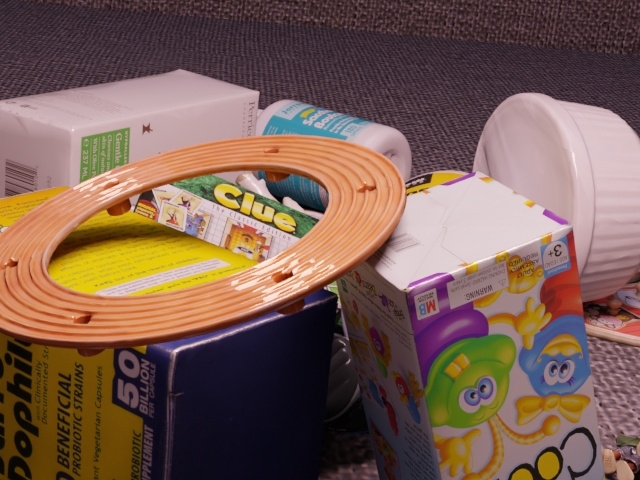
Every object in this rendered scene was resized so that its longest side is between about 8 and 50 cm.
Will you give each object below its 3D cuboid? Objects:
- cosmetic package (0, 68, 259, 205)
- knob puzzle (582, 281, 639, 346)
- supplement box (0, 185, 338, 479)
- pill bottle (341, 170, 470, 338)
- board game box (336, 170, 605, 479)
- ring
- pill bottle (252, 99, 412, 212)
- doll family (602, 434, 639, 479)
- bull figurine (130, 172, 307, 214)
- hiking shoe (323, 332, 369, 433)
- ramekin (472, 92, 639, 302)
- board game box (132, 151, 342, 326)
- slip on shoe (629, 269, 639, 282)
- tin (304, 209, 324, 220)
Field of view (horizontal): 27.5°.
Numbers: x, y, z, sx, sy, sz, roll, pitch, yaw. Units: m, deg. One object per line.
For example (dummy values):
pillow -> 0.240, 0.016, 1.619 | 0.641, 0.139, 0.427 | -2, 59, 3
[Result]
cosmetic package -> -0.251, -0.098, 1.699 | 0.155, 0.197, 0.365 | 18, 23, 31
knob puzzle -> 0.387, 0.086, 1.611 | 0.213, 0.030, 0.213 | 5, 19, -2
supplement box -> -0.187, 0.101, 1.126 | 0.356, 0.194, 0.195 | 20, 23, 37
pill bottle -> 0.134, 0.031, 1.445 | 0.188, 0.188, 0.334 | 8, 18, 6
board game box -> 0.118, 0.110, 1.022 | 0.142, 0.275, 0.144 | -20, 26, -16
ring -> -0.098, -0.001, 0.994 | 0.336, 0.032, 0.336 | -11, 26, 5
pill bottle -> -0.009, -0.122, 1.920 | 0.264, 0.146, 0.146 | 19, 22, 33
doll family -> 0.359, 0.202, 1.201 | 0.193, 0.076, 0.111 | 28, 23, 37
bull figurine -> -0.131, 0.013, 1.514 | 0.310, 0.101, 0.188 | 3, 47, -30
hiking shoe -> -0.032, 0.130, 1.284 | 0.132, 0.113, 0.304 | 30, -5, -36
ramekin -> 0.295, -0.045, 1.591 | 0.127, 0.273, 0.273 | -2, 20, -20
board game box -> -0.080, -0.003, 1.461 | 0.259, 0.030, 0.136 | 22, 37, -9
slip on shoe -> 0.277, -0.016, 1.769 | 0.331, 0.101, 0.123 | 7, 20, 6
tin -> 0.000, 0.000, 1.737 | 0.106, 0.040, 0.189 | -5, 21, -41
